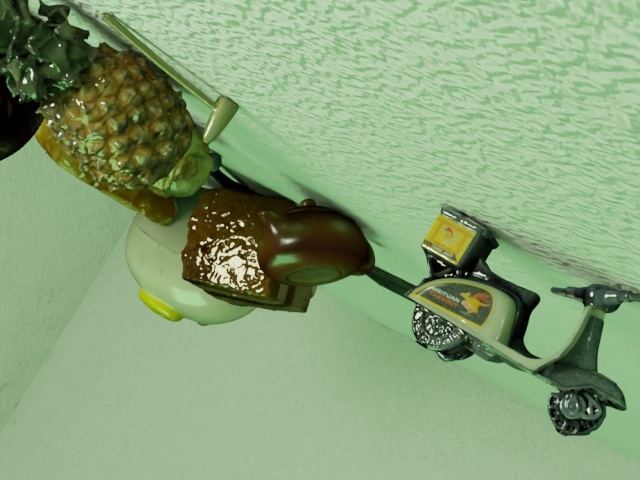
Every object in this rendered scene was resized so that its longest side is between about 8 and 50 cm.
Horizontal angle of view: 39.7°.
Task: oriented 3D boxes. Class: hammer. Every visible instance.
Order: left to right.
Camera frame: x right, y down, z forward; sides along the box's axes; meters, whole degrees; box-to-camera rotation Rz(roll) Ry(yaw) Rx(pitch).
[{"bbox_3d":[-0.184,-0.191,1.036,0.195,0.060,0.028,38,171,-28],"label":"hammer"},{"bbox_3d":[-0.194,-0.121,1.702,0.137,0.037,0.290,27,173,26],"label":"hammer"}]

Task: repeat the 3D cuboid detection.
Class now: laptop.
[{"bbox_3d":[0.184,0.110,1.869,0.269,0.015,0.187,26,173,35],"label":"laptop"}]

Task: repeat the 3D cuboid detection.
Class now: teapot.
[{"bbox_3d":[0.000,0.000,1.442,0.252,0.135,0.178,12,159,-44],"label":"teapot"}]

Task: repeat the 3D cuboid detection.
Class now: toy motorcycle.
[{"bbox_3d":[0.205,0.083,0.911,0.263,0.157,0.091,29,177,31],"label":"toy motorcycle"}]

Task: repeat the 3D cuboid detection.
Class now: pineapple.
[{"bbox_3d":[-0.309,-0.206,1.068,0.169,0.169,0.340,24,163,48],"label":"pineapple"}]

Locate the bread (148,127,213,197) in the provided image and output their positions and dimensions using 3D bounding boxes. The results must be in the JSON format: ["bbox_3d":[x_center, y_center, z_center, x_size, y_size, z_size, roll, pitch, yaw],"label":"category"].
[{"bbox_3d":[-0.291,-0.165,1.396,0.267,0.130,0.152,29,165,11],"label":"bread"}]

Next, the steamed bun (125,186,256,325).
[{"bbox_3d":[-0.273,0.033,2.067,0.374,0.334,0.334,30,175,33],"label":"steamed bun"}]

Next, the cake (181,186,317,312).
[{"bbox_3d":[-0.116,0.029,1.725,0.198,0.196,0.293,7,169,20],"label":"cake"}]

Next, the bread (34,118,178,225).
[{"bbox_3d":[-0.422,-0.176,1.855,0.195,0.149,0.344,40,-177,41],"label":"bread"}]

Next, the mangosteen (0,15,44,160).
[{"bbox_3d":[-0.538,-0.250,1.328,0.288,0.288,0.288,30,174,4],"label":"mangosteen"}]
